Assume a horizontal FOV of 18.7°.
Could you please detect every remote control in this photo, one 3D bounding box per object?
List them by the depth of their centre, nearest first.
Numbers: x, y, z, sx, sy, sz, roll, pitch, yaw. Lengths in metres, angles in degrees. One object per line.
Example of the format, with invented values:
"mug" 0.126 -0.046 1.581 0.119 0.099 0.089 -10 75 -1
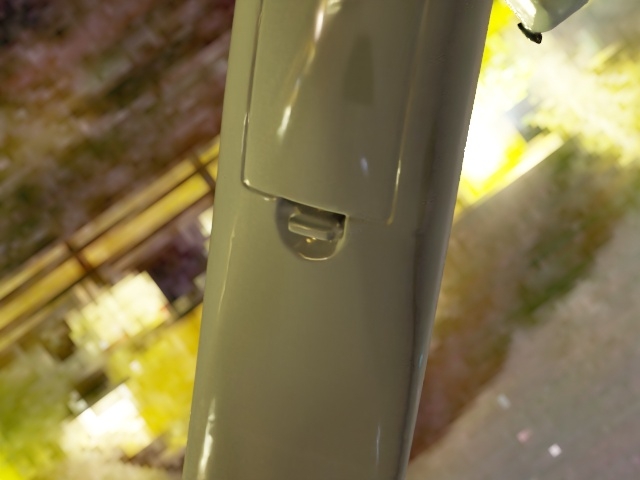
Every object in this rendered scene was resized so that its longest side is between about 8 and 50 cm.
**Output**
"remote control" 0.000 0.000 0.388 0.027 0.050 0.184 -47 150 -59

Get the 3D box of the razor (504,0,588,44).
"razor" -0.002 -0.120 0.510 0.068 0.191 0.037 -37 153 -23
